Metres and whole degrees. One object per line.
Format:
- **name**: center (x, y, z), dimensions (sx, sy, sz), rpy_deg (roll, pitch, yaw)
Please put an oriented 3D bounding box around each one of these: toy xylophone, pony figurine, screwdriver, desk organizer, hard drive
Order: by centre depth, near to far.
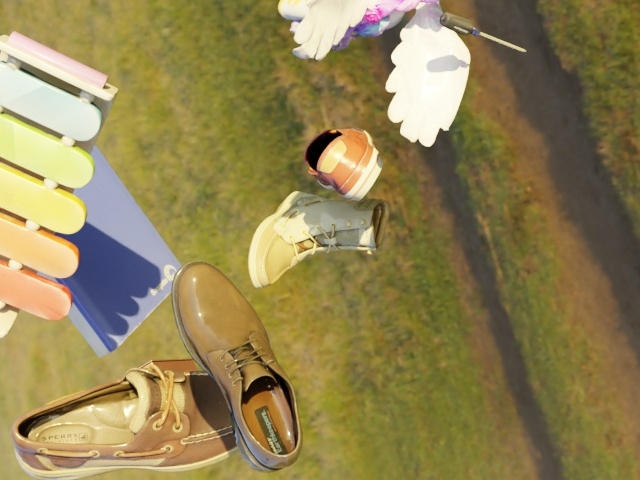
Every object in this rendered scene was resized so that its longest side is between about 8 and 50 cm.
- **toy xylophone**: center (-0.329, -0.065, 1.057), dimensions (0.081, 0.236, 0.322), rpy_deg (-86, 16, -61)
- **hard drive**: center (-0.324, -0.029, 1.453), dimensions (0.040, 0.210, 0.318), rpy_deg (-26, 104, 32)
- **screwdriver**: center (0.228, -0.282, 1.515), dimensions (0.024, 0.170, 0.025), rpy_deg (33, 102, 50)
- **desk organizer**: center (-0.221, 0.204, 1.574), dimensions (0.050, 0.047, 0.130), rpy_deg (63, -164, 14)
- **pony figurine**: center (0.096, -0.356, 1.581), dimensions (0.303, 0.351, 0.363), rpy_deg (35, 172, -36)

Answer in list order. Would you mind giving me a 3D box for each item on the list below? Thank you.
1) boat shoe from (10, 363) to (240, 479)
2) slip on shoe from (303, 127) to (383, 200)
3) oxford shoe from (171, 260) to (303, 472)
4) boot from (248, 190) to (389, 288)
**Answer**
- **boat shoe**: center (-0.218, 0.221, 1.376), dimensions (0.123, 0.342, 0.123), rpy_deg (101, 160, -61)
- **slip on shoe**: center (0.024, -0.146, 1.840), dimensions (0.123, 0.101, 0.331), rpy_deg (-57, 12, 6)
- **oxford shoe**: center (-0.074, 0.116, 1.070), dimensions (0.227, 0.083, 0.096), rpy_deg (60, 160, 6)
- **boot**: center (0.000, 0.000, 1.981), dimensions (0.203, 0.262, 0.095), rpy_deg (5, 124, 25)
